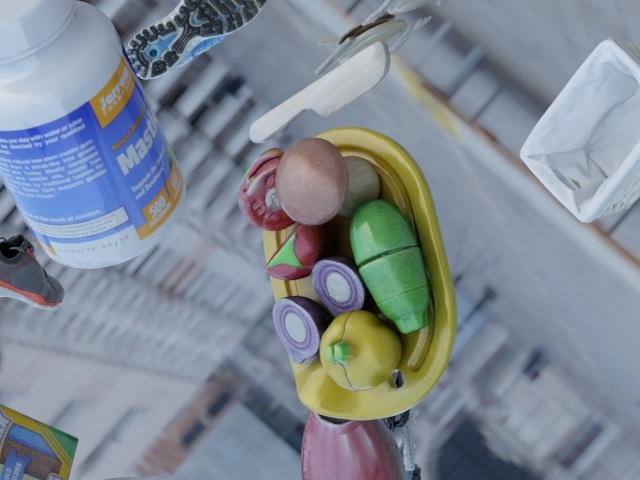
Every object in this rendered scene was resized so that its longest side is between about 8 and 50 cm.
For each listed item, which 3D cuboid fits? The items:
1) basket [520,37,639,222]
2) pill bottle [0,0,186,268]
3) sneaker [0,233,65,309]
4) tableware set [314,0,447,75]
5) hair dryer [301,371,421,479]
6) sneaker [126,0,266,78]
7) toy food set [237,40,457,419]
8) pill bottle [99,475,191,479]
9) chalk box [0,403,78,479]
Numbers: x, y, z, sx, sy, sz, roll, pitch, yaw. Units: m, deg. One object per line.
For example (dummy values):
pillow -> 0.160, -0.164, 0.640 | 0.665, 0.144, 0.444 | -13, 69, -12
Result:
basket -> 0.310, -0.116, 1.865 | 0.103, 0.167, 0.113 | -7, -131, -49
pill bottle -> -0.231, -0.117, 1.588 | 0.152, 0.152, 0.272 | 42, 161, 45
sneaker -> -0.305, 0.029, 1.842 | 0.061, 0.064, 0.158 | 23, -179, 24
tableware set -> 0.078, -0.257, 1.965 | 0.194, 0.128, 0.039 | -41, 73, 50
hair dryer -> 0.027, 0.124, 1.385 | 0.080, 0.223, 0.293 | -3, -174, 8
sneaker -> -0.128, -0.225, 1.850 | 0.063, 0.162, 0.073 | 59, -178, -1
toy food set -> 0.000, 0.000, 1.061 | 0.071, 0.128, 0.217 | 2, -110, -53
pill bottle -> -0.199, 0.418, 2.031 | 0.161, 0.283, 0.161 | -1, -177, 0
chalk box -> -0.404, 0.252, 2.026 | 0.132, 0.132, 0.213 | -5, 153, 38
